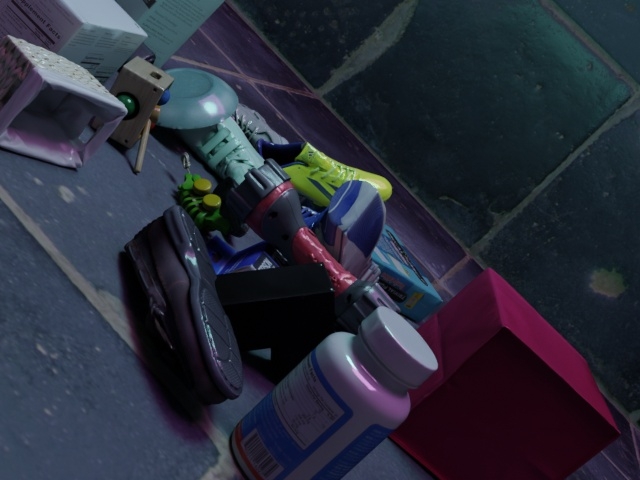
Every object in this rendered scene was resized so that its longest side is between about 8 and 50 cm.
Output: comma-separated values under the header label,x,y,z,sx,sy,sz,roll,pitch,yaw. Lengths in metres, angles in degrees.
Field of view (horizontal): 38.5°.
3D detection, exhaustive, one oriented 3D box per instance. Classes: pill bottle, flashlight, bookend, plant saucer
label,x,y,z,sx,sy,sz,roll,pitch,yaw
pill bottle,0.019,0.178,0.995,0.124,0.221,0.124,42,14,-13
flashlight,-0.007,0.017,1.368,0.304,0.103,0.103,46,13,5
bookend,-0.063,0.120,1.199,0.072,0.156,0.157,-112,-162,-57
plant saucer,-0.245,-0.267,1.646,0.195,0.037,0.195,4,39,-3

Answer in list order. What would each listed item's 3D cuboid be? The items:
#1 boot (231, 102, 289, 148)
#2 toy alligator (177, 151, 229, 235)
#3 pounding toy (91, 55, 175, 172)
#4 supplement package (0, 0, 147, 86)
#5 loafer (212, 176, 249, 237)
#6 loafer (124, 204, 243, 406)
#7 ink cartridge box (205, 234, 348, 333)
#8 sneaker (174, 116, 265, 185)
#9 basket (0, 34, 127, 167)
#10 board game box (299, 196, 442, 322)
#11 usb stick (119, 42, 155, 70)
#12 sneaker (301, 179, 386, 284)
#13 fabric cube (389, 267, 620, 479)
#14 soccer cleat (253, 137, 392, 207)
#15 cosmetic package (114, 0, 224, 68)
label,x,y,z,sx,sy,sz,roll,pitch,yaw
boot,-0.159,-0.225,1.943,0.123,0.095,0.258,28,13,-35
toy alligator,-0.201,-0.070,1.441,0.051,0.056,0.189,-15,50,-26
pounding toy,-0.286,-0.198,1.432,0.100,0.130,0.141,30,17,-10
supplement package,-0.414,-0.335,1.362,0.204,0.145,0.262,46,11,0
loafer,-0.136,-0.049,1.542,0.061,0.062,0.170,43,15,-29
loafer,-0.164,0.082,1.065,0.109,0.095,0.302,60,5,-43
ink cartridge box,-0.039,0.103,1.380,0.333,0.065,0.165,43,15,-5
sneaker,-0.166,-0.153,1.665,0.256,0.094,0.151,41,10,-22
basket,-0.354,-0.177,1.175,0.103,0.113,0.167,49,14,22
board game box,0.088,0.017,1.948,0.336,0.079,0.253,31,20,-45
usb stick,-0.429,-0.423,1.751,0.278,0.045,0.077,46,59,4
sneaker,0.000,0.001,1.548,0.182,0.127,0.315,32,-25,18
fabric cube,0.275,0.247,1.465,0.254,0.259,0.258,43,16,-10
soccer cleat,-0.001,-0.132,1.797,0.289,0.121,0.093,11,41,4
cosmetic package,-0.297,-0.558,1.852,0.217,0.385,0.156,51,15,25
